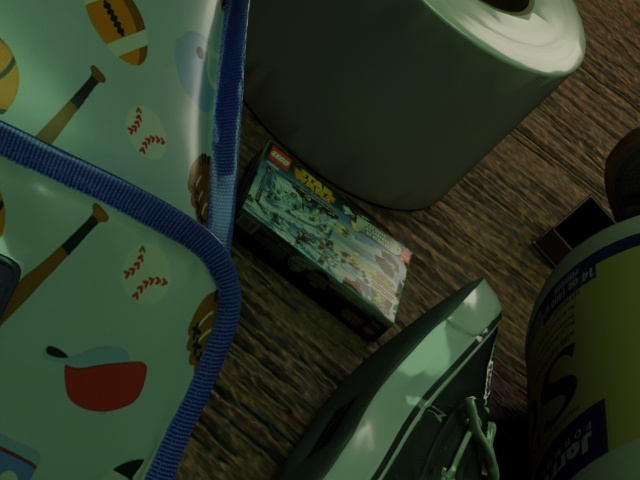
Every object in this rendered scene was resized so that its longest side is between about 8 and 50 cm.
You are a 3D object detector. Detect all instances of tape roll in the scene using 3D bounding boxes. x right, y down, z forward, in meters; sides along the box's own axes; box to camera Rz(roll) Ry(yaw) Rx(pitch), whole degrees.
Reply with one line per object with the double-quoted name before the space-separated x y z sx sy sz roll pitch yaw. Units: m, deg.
"tape roll" 0.061 -0.169 1.547 0.246 0.169 0.246 30 35 -23

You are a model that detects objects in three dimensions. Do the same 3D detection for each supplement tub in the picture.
"supplement tub" 0.257 0.161 1.323 0.241 0.241 0.331 33 33 -19

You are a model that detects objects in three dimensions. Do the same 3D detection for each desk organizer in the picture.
"desk organizer" 0.242 0.029 1.643 0.130 0.050 0.047 48 31 5

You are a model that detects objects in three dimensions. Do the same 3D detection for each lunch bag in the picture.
"lunch bag" -0.215 -0.032 1.007 0.328 0.239 0.385 27 52 -29

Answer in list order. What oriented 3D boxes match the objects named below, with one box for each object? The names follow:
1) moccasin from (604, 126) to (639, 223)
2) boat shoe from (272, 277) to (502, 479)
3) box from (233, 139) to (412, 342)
"moccasin" 0.392 0.017 1.751 0.380 0.139 0.147 31 33 -23
"boat shoe" 0.058 0.133 1.244 0.105 0.113 0.306 49 33 -7
"box" 0.000 0.000 1.411 0.137 0.027 0.094 38 33 -12
